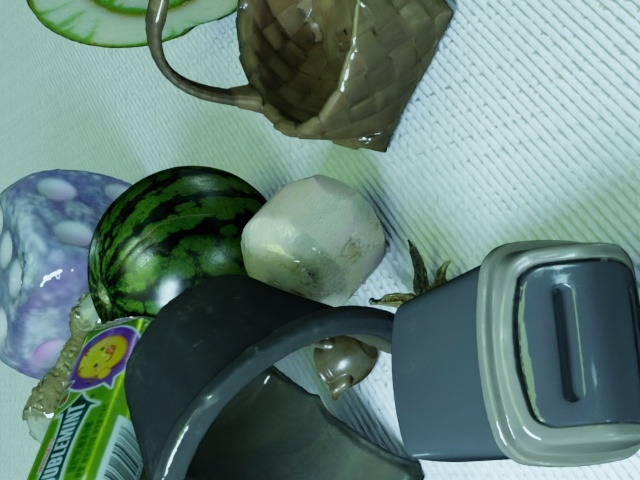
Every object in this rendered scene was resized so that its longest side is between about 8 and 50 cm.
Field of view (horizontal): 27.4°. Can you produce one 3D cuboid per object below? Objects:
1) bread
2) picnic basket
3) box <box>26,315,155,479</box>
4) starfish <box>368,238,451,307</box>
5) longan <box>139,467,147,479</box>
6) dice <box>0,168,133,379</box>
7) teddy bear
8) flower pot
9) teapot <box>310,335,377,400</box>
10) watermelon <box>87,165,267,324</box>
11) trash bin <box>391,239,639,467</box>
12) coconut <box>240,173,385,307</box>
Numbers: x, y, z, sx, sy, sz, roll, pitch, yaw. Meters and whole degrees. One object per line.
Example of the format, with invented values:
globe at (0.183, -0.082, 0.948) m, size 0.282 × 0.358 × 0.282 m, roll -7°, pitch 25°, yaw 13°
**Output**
bread at (-0.253, -0.420, 1.875) m, size 0.366 × 0.382 × 0.129 m, roll 124°, pitch 135°, yaw -59°
picnic basket at (-0.054, -0.282, 1.589) m, size 0.337 × 0.337 × 0.293 m, roll 60°, pitch 136°, yaw 43°
box at (-0.273, 0.244, 1.584) m, size 0.134 × 0.097 × 0.345 m, roll -15°, pitch 36°, yaw 23°
starfish at (0.112, 0.067, 1.536) m, size 0.130 × 0.041 × 0.133 m, roll -9°, pitch 73°, yaw 50°
longan at (-0.194, 0.423, 1.723) m, size 0.391 × 0.391 × 0.391 m, roll -10°, pitch 78°, yaw 59°
dice at (-0.405, 0.060, 2.182) m, size 0.270 × 0.271 × 0.270 m, roll 59°, pitch 135°, yaw 45°
teddy bear at (-0.292, 0.227, 2.014) m, size 0.267 × 0.256 × 0.156 m, roll -60°, pitch -5°, yaw 10°
flower pot at (-0.082, 0.193, 1.489) m, size 0.251 × 0.379 × 0.379 m, roll 40°, pitch 121°, yaw 43°
teapot at (0.015, 0.142, 1.618) m, size 0.080 × 0.110 × 0.085 m, roll -34°, pitch 32°, yaw 24°
watermelon at (-0.179, 0.039, 1.811) m, size 0.285 × 0.285 × 0.285 m, roll -10°, pitch 78°, yaw 59°
trash bin at (0.195, 0.117, 1.266) m, size 0.290 × 0.182 × 0.209 m, roll -27°, pitch 65°, yaw 61°
coconut at (0.000, 0.000, 1.625) m, size 0.171 × 0.183 × 0.171 m, roll 27°, pitch 142°, yaw 23°
